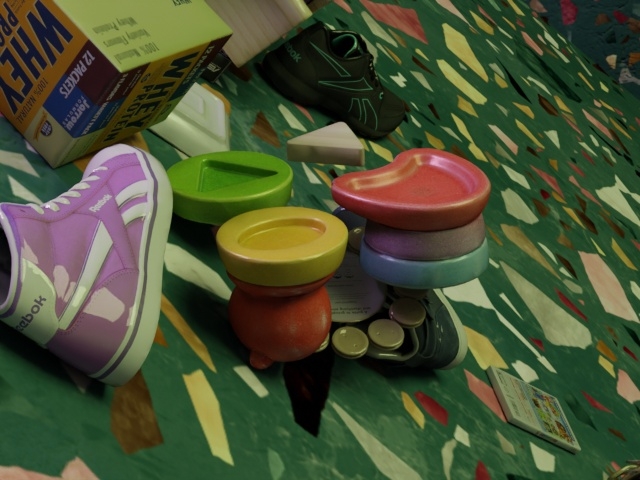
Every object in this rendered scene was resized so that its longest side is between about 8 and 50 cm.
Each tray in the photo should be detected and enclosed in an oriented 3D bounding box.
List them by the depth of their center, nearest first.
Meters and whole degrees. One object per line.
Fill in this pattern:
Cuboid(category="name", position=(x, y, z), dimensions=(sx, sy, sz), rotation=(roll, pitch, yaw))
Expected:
Cuboid(category="tray", position=(-0.200, -0.180, 1.578), dimensions=(0.270, 0.030, 0.145), rotation=(33, 24, -24))

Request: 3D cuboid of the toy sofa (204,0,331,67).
Cuboid(category="toy sofa", position=(-0.060, -0.361, 1.852), dimensions=(0.150, 0.177, 0.362), rotation=(53, 15, -11))

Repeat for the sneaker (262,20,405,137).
Cuboid(category="sneaker", position=(0.043, -0.219, 1.953), dimensions=(0.267, 0.106, 0.101), rotation=(17, 33, -49))

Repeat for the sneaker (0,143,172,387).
Cuboid(category="sneaker", position=(-0.213, -0.018, 1.190), dimensions=(0.161, 0.102, 0.282), rotation=(29, 27, -24))

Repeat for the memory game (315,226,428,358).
Cuboid(category="memory game", position=(0.019, 0.048, 1.443), dimensions=(0.186, 0.012, 0.186), rotation=(5, 45, -5))

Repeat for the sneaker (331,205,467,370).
Cuboid(category="sneaker", position=(0.058, 0.043, 1.546), dimensions=(0.226, 0.086, 0.163), rotation=(54, 22, 20))

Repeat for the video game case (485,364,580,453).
Cuboid(category="video game case", position=(0.252, 0.200, 1.692), dimensions=(0.122, 0.011, 0.087), rotation=(28, 27, -33))

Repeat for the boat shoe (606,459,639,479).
Cuboid(category="boat shoe", position=(0.366, 0.290, 1.606), dimensions=(0.089, 0.104, 0.285), rotation=(49, 24, 6))

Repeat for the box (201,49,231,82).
Cuboid(category="box", position=(-0.205, -0.298, 1.757), dimensions=(0.191, 0.045, 0.184), rotation=(29, 29, -33))

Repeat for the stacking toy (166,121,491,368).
Cuboid(category="stacking toy", position=(0.000, 0.000, 1.435), dimensions=(0.309, 0.130, 0.279), rotation=(-17, 28, -30))

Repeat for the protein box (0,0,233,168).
Cuboid(category="protein box", position=(-0.236, -0.208, 1.391), dimensions=(0.201, 0.136, 0.200), rotation=(46, 33, 7))
